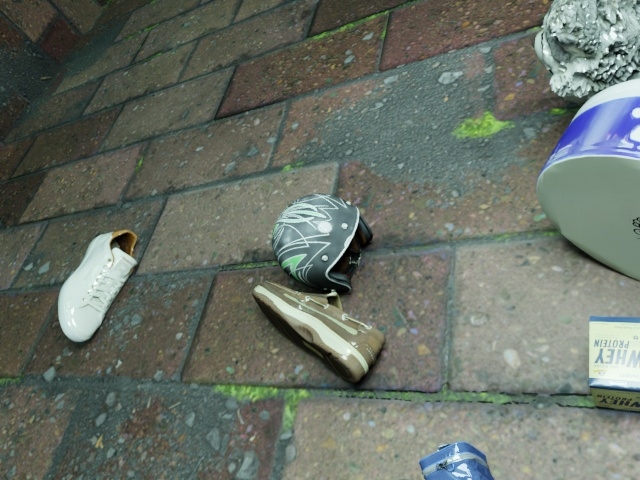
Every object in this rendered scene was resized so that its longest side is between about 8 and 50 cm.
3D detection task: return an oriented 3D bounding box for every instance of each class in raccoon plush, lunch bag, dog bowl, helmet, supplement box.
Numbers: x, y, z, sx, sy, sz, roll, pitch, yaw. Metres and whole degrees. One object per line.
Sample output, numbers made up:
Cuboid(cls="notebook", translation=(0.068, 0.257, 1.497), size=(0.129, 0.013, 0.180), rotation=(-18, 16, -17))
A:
Cuboid(cls="raccoon plush", translation=(0.482, -0.212, 0.612), size=(0.446, 0.299, 0.216), rotation=(8, 61, 36))
Cuboid(cls="lunch bag", translation=(0.158, 0.272, 0.587), size=(0.067, 0.098, 0.065), rotation=(-32, 42, 15))
Cuboid(cls="dog bowl", translation=(0.389, -0.049, 0.570), size=(0.265, 0.265, 0.104), rotation=(26, 75, 43))
Cuboid(cls="helmet", translation=(0.000, 0.000, 0.857), size=(0.169, 0.161, 0.169), rotation=(-17, 49, 21))
Cuboid(cls="supplement box", translation=(0.341, 0.141, 0.581), size=(0.056, 0.083, 0.083), rotation=(-3, 56, 32))

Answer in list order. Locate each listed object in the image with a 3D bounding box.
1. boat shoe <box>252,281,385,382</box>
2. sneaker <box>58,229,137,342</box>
Cuboid(cls="boat shoe", translation=(-0.003, 0.126, 0.825), size=(0.095, 0.095, 0.257), rotation=(-42, 49, -22))
Cuboid(cls="sneaker", translation=(-0.491, 0.085, 1.150), size=(0.123, 0.106, 0.290), rotation=(-19, 47, 23))
